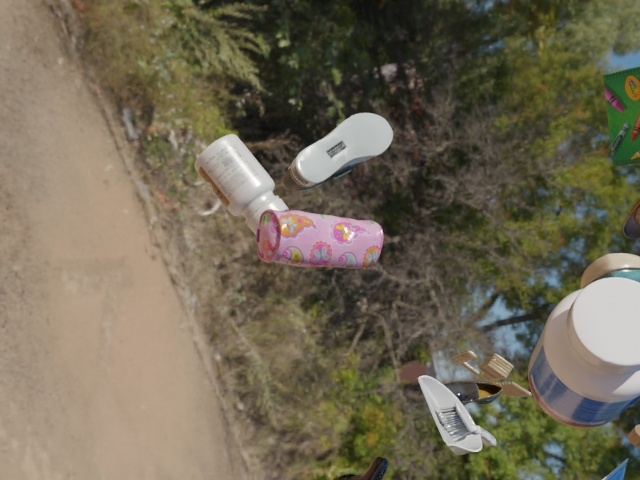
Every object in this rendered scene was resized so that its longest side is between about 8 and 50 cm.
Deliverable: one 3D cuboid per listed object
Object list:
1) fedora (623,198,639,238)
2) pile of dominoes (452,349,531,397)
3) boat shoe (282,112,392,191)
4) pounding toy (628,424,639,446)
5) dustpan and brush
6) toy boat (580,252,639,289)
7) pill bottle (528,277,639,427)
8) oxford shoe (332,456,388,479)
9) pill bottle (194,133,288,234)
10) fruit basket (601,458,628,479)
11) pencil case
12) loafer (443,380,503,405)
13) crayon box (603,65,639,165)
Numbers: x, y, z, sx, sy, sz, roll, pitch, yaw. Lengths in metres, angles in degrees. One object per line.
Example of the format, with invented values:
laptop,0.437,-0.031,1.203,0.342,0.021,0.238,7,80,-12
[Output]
fedora,0.626,-0.048,1.282,0.079,0.194,0.194,57,-7,33
pile of dominoes,0.464,0.349,1.965,0.196,0.040,0.251,35,-10,8
boat shoe,0.027,-0.145,1.204,0.077,0.219,0.070,59,-33,1
pounding toy,0.711,0.442,1.480,0.094,0.206,0.181,109,7,-46
dustpan and brush,0.256,0.328,1.288,0.211,0.060,0.147,52,12,-42
toy boat,0.845,0.109,1.901,0.267,0.318,0.148,31,45,-51
pill bottle,0.301,0.124,0.798,0.221,0.124,0.124,72,8,-64
oxford shoe,0.076,0.603,1.785,0.096,0.227,0.083,43,9,19
pill bottle,-0.187,-0.131,1.765,0.229,0.131,0.131,51,3,6
fruit basket,0.350,0.527,1.057,0.165,0.327,0.352,28,-62,41
pencil case,0.000,0.000,1.613,0.124,0.284,0.124,-9,-101,57
loafer,0.352,0.354,1.722,0.061,0.170,0.062,-49,-132,50
crayon box,0.631,-0.231,1.340,0.081,0.279,0.165,-4,-86,50
